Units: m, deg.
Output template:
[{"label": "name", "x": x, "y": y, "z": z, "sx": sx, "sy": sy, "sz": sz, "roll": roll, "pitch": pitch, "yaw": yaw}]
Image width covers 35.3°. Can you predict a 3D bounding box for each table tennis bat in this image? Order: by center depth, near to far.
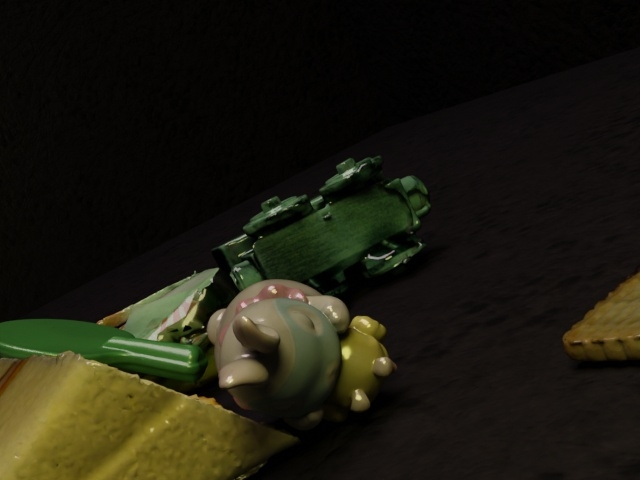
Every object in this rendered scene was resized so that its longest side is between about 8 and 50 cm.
[{"label": "table tennis bat", "x": -0.242, "y": 0.116, "z": 1.086, "sx": 0.257, "sy": 0.039, "sz": 0.160, "roll": 7, "pitch": 8, "yaw": 18}]

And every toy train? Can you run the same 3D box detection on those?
[{"label": "toy train", "x": 0.000, "y": 0.000, "z": 1.354, "sx": 0.299, "sy": 0.167, "sz": 0.238, "roll": -26, "pitch": 3, "yaw": -17}]

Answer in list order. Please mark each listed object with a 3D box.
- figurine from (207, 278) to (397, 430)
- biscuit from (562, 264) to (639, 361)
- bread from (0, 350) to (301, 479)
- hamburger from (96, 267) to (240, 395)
[{"label": "figurine", "x": -0.021, "y": 0.102, "z": 0.856, "sx": 0.127, "sy": 0.155, "sz": 0.235, "roll": -61, "pitch": 5, "yaw": -2}, {"label": "biscuit", "x": 0.317, "y": 0.025, "z": 0.782, "sx": 0.254, "sy": 0.029, "sz": 0.172, "roll": -32, "pitch": 11, "yaw": -38}, {"label": "bread", "x": -0.270, "y": 0.272, "z": 0.922, "sx": 0.405, "sy": 0.242, "sz": 0.345, "roll": -60, "pitch": 21, "yaw": -9}, {"label": "hamburger", "x": -0.180, "y": 0.130, "z": 1.215, "sx": 0.214, "sy": 0.125, "sz": 0.235, "roll": -39, "pitch": 23, "yaw": -18}]
